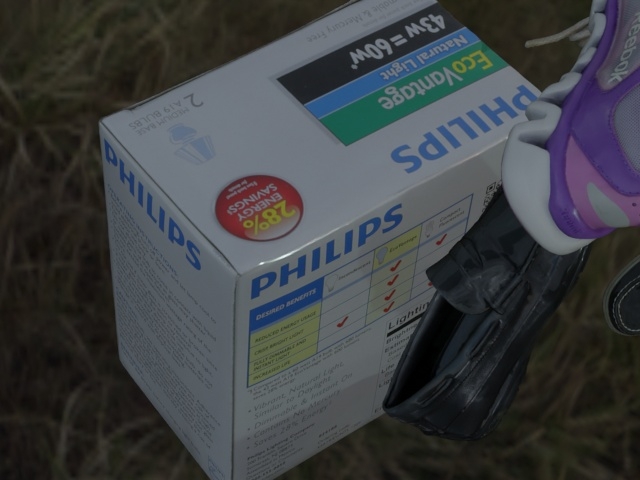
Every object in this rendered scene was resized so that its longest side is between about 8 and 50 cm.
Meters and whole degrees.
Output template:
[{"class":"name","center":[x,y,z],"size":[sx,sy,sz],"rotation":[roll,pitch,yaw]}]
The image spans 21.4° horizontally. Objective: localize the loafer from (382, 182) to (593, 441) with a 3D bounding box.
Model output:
[{"class":"loafer","center":[0.106,0.028,1.055],"size":[0.078,0.223,0.076],"rotation":[11,25,-26]}]

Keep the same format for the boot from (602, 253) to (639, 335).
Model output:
[{"class":"boot","center":[0.405,0.041,1.650],"size":[0.236,0.178,0.085],"rotation":[-21,102,-5]}]

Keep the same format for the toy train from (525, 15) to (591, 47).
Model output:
[{"class":"toy train","center":[0.279,-0.150,1.215],"size":[0.248,0.143,0.105],"rotation":[-22,50,11]}]

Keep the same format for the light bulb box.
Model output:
[{"class":"light bulb box","center":[0.000,0.000,1.613],"size":[0.358,0.361,0.225],"rotation":[-28,57,-25]}]

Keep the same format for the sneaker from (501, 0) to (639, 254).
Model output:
[{"class":"sneaker","center":[0.188,-0.094,0.879],"size":[0.104,0.095,0.236],"rotation":[-1,53,47]}]
